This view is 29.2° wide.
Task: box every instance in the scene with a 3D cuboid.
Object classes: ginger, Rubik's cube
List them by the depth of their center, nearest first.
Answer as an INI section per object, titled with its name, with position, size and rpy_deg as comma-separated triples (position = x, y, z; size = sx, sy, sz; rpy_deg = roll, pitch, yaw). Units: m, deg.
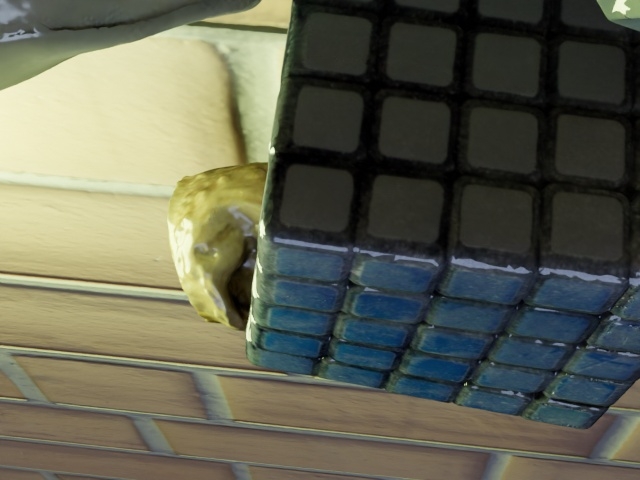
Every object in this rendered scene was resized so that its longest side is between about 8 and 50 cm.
[Rubik's cube]
position = 0.089, -0.044, 0.727
size = 0.237, 0.238, 0.237
rpy_deg = 9, 156, -1
[ginger]
position = 0.000, 0.000, 0.959
size = 0.221, 0.130, 0.275
rpy_deg = -2, -174, -1

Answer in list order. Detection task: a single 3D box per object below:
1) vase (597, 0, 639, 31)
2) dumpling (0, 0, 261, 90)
[vase]
position = 0.170, -0.216, 0.415
size = 0.165, 0.165, 0.360
rpy_deg = 5, 154, 5
[dumpling]
position = -0.216, -0.161, 0.655
size = 0.341, 0.181, 0.260
rpy_deg = -17, -172, -18
